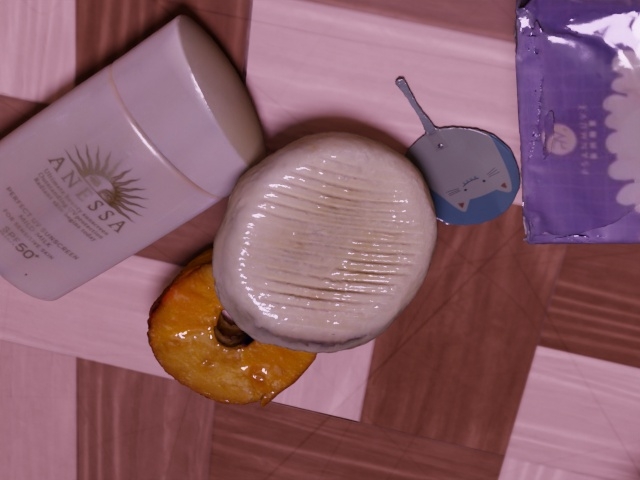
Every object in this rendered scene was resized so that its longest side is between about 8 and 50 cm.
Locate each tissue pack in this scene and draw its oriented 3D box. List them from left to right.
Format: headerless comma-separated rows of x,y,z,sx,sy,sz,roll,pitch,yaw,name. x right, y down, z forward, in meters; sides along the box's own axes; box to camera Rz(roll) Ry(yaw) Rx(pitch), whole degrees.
0.335,-0.116,1.055,0.343,0.125,0.242,0,125,12,tissue pack

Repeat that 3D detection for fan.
0.117,-0.084,1.209,0.113,0.005,0.175,-22,119,28,fan

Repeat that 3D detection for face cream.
-0.204,-0.069,1.255,0.348,0.081,0.173,-28,115,30,face cream

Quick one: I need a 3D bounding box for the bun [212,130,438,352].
0.000,0.000,1.213,0.222,0.127,0.222,-2,100,-10,bun

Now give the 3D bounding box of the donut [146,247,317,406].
-0.083,0.079,1.339,0.174,0.075,0.190,28,123,-5,donut
